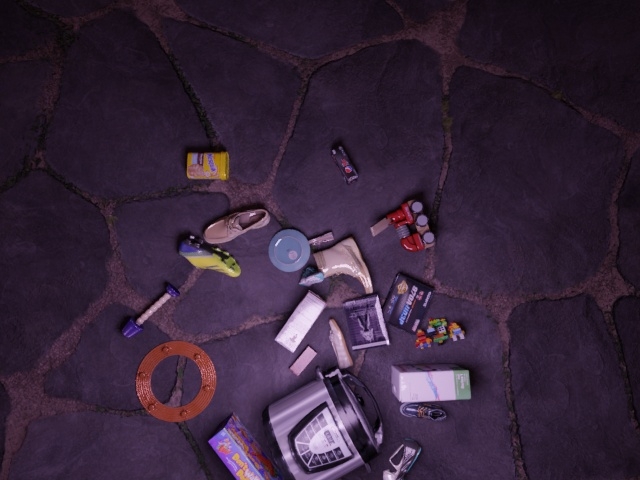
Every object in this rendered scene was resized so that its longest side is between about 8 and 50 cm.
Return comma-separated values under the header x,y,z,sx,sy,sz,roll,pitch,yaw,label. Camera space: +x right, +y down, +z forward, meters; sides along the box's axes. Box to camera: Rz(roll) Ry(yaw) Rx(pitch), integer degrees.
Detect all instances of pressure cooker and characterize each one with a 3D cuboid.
x,y,z,sx,sy,sz,roll,pitch,yaw,label
0.025,0.714,1.697,0.420,0.375,0.369,-27,128,-5,pressure cooker

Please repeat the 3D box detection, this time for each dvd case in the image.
x,y,z,sx,sy,sz,roll,pitch,yaw,label
0.195,0.356,1.888,0.165,0.018,0.221,-15,83,17,dvd case

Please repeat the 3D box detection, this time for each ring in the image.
x,y,z,sx,sy,sz,roll,pitch,yaw,label
-0.613,0.596,1.855,0.337,0.032,0.336,0,84,-1,ring

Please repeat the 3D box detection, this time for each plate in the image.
x,y,z,sx,sy,sz,roll,pitch,yaw,label
-0.139,0.043,1.919,0.188,0.024,0.188,0,87,9,plate

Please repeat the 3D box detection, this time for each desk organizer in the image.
x,y,z,sx,sy,sz,roll,pitch,yaw,label
-0.075,0.512,1.873,0.050,0.047,0.130,41,84,1,desk organizer

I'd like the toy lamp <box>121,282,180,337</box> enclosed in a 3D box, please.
x,y,z,sx,sy,sz,roll,pitch,yaw,label
-0.724,0.301,1.862,0.080,0.080,0.274,44,84,3,toy lamp

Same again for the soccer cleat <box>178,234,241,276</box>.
x,y,z,sx,sy,sz,roll,pitch,yaw,label
-0.481,0.087,1.903,0.289,0.093,0.121,30,114,-3,soccer cleat

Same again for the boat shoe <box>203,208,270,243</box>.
x,y,z,sx,sy,sz,roll,pitch,yaw,label
-0.368,-0.070,1.905,0.302,0.098,0.109,-18,84,-4,boat shoe

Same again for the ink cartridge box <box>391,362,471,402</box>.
x,y,z,sx,sy,sz,roll,pitch,yaw,label
0.444,0.580,1.803,0.278,0.201,0.117,-2,83,-1,ink cartridge box

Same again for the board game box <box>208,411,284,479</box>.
x,y,z,sx,sy,sz,roll,pitch,yaw,label
-0.284,0.870,1.732,0.078,0.233,0.347,-39,86,-5,board game box

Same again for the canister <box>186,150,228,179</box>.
x,y,z,sx,sy,sz,roll,pitch,yaw,label
-0.499,-0.331,1.945,0.170,0.073,0.126,0,83,0,canister

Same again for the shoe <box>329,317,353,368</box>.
x,y,z,sx,sy,sz,roll,pitch,yaw,label
0.075,0.441,1.871,0.058,0.076,0.219,-20,86,-9,shoe

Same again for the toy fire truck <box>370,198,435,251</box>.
x,y,z,sx,sy,sz,roll,pitch,yaw,label
0.353,-0.044,1.911,0.246,0.158,0.217,-20,85,8,toy fire truck

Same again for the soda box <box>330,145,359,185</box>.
x,y,z,sx,sy,sz,roll,pitch,yaw,label
0.108,-0.336,1.970,0.053,0.060,0.169,-27,84,-6,soda box

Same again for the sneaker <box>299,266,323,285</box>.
x,y,z,sx,sy,sz,roll,pitch,yaw,label
-0.040,0.145,1.868,0.065,0.166,0.076,16,68,-29,sneaker

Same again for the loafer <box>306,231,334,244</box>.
x,y,z,sx,sy,sz,roll,pitch,yaw,label
0.000,0.000,1.938,0.125,0.045,0.039,-22,91,-7,loafer

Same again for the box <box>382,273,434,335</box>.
x,y,z,sx,sy,sz,roll,pitch,yaw,label
0.371,0.279,1.911,0.175,0.051,0.220,25,84,2,box

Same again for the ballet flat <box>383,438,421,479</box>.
x,y,z,sx,sy,sz,roll,pitch,yaw,label
0.318,0.956,1.818,0.096,0.095,0.280,27,73,11,ballet flat

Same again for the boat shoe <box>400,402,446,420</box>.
x,y,z,sx,sy,sz,roll,pitch,yaw,label
0.433,0.718,1.846,0.183,0.083,0.065,2,83,-1,boat shoe

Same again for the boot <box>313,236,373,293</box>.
x,y,z,sx,sy,sz,roll,pitch,yaw,label
0.098,0.137,1.897,0.203,0.095,0.262,-23,83,-5,boot

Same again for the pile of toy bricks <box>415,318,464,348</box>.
x,y,z,sx,sy,sz,roll,pitch,yaw,label
0.502,0.382,1.891,0.212,0.118,0.105,-17,45,7,pile of toy bricks

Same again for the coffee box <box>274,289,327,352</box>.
x,y,z,sx,sy,sz,roll,pitch,yaw,label
-0.079,0.337,1.847,0.098,0.141,0.246,35,82,3,coffee box
